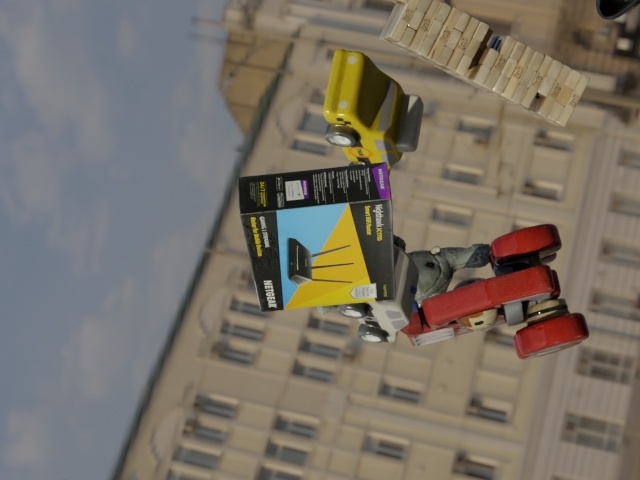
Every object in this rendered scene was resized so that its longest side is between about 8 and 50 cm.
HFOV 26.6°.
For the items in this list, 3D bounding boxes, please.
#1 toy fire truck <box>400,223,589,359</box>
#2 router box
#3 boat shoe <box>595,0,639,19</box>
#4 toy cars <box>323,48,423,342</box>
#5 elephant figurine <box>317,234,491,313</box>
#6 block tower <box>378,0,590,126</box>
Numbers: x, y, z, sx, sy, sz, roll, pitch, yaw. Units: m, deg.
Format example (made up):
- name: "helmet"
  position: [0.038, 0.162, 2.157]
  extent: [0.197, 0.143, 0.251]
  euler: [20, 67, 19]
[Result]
- name: "toy fire truck"
  position: [0.236, 0.097, 1.945]
  extent: [0.302, 0.254, 0.169]
  euler: [49, -155, -80]
- name: "router box"
  position: [0.000, 0.000, 1.243]
  extent: [0.179, 0.133, 0.046]
  euler: [82, -178, -59]
- name: "boat shoe"
  position: [0.435, -0.399, 1.737]
  extent: [0.092, 0.103, 0.285]
  euler: [-59, -2, -45]
- name: "toy cars"
  position: [0.074, -0.037, 1.532]
  extent: [0.176, 0.087, 0.394]
  euler: [-54, -36, -57]
- name: "elephant figurine"
  position: [0.140, 0.065, 2.252]
  extent: [0.169, 0.239, 0.186]
  euler: [0, -73, -37]
- name: "block tower"
  position: [0.251, -0.292, 2.144]
  extent: [0.097, 0.335, 0.091]
  euler: [-63, 13, 3]
